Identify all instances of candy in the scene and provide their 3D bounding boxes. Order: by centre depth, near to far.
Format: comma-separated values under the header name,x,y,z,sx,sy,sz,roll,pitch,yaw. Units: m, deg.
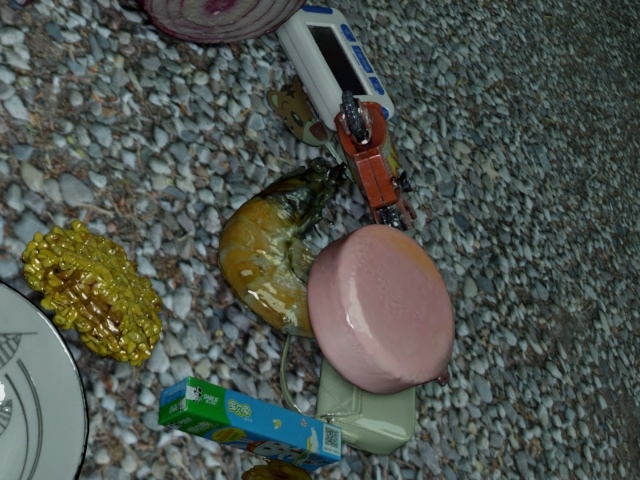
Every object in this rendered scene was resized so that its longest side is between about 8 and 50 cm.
name,x,y,z,sx,sy,sz,roll,pitch,yaw
candy,0.094,0.105,1.393,0.255,0.094,0.255,23,54,-37

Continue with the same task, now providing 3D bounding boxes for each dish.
name,x,y,z,sx,sy,sz,roll,pitch,yaw
dish,-0.395,0.182,0.968,0.316,0.106,0.316,25,50,-34

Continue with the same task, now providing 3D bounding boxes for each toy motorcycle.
name,x,y,z,sx,sy,sz,roll,pitch,yaw
toy motorcycle,0.094,-0.128,1.655,0.171,0.089,0.298,-103,173,-68

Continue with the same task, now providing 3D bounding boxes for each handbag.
name,x,y,z,sx,sy,sz,roll,pitch,yaw
handbag,0.040,0.192,1.468,0.219,0.079,0.256,23,47,-16

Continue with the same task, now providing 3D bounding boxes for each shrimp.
name,x,y,z,sx,sy,sz,roll,pitch,yaw
shrimp,0.000,0.000,1.512,0.272,0.085,0.445,35,35,-5

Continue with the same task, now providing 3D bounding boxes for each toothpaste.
name,x,y,z,sx,sy,sz,roll,pitch,yaw
toothpaste,-0.088,0.249,1.288,0.266,0.065,0.050,26,51,-34

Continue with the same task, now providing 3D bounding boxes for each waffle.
name,x,y,z,sx,sy,sz,roll,pitch,yaw
waffle,-0.266,0.062,1.155,0.193,0.070,0.197,41,13,-32

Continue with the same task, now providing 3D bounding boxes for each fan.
name,x,y,z,sx,sy,sz,roll,pitch,yaw
fan,-0.002,-0.195,1.743,0.227,0.008,0.152,54,36,-3

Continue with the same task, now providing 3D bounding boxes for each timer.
name,x,y,z,sx,sy,sz,roll,pitch,yaw
timer,0.021,-0.317,1.793,0.178,0.078,0.253,-11,71,-51

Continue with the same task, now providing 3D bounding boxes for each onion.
name,x,y,z,sx,sy,sz,roll,pitch,yaw
onion,-0.171,-0.488,1.541,0.336,0.282,0.260,4,65,-46

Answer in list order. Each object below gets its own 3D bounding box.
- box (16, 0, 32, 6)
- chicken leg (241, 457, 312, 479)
name,x,y,z,sx,sy,sz,roll,pitch,yaw
box,-0.485,-0.526,1.368,0.370,0.112,0.190,47,37,-13
chicken leg,-0.039,0.381,1.199,0.361,0.140,0.212,24,68,-49
